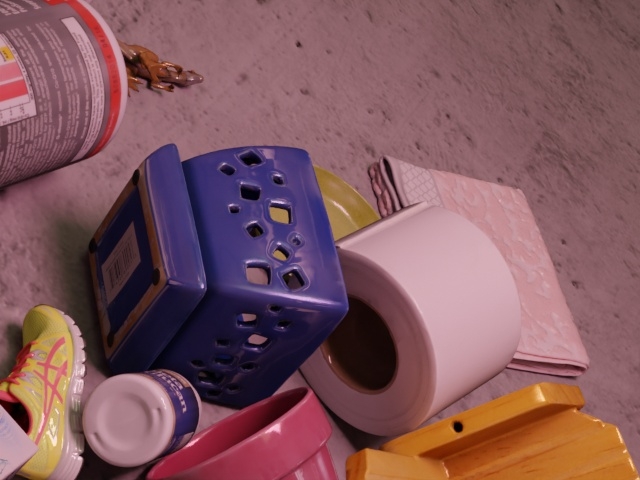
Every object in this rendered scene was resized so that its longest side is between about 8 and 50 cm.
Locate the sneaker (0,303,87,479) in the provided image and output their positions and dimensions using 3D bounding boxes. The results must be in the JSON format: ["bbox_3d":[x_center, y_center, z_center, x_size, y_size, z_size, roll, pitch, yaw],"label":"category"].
[{"bbox_3d":[-0.296,0.151,1.511,0.094,0.081,0.208,15,47,-32],"label":"sneaker"}]

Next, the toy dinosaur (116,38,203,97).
[{"bbox_3d":[-0.253,-0.243,1.955,0.211,0.064,0.112,32,16,-28],"label":"toy dinosaur"}]

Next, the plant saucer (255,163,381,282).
[{"bbox_3d":[0.000,0.000,1.978,0.241,0.037,0.241,25,42,-26],"label":"plant saucer"}]

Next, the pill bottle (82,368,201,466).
[{"bbox_3d":[-0.179,0.182,1.542,0.094,0.094,0.169,52,7,8],"label":"pill bottle"}]

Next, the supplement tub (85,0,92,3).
[{"bbox_3d":[-0.378,-0.368,1.861,0.199,0.144,0.144,45,37,-3],"label":"supplement tub"}]

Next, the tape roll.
[{"bbox_3d":[0.098,0.095,1.792,0.169,0.246,0.246,-27,76,-41],"label":"tape roll"}]

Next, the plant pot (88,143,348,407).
[{"bbox_3d":[-0.130,0.035,1.666,0.212,0.236,0.236,7,51,-31],"label":"plant pot"}]

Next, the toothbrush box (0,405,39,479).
[{"bbox_3d":[-0.431,0.203,1.294,0.216,0.126,0.295,48,35,3],"label":"toothbrush box"}]

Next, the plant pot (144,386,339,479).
[{"bbox_3d":[-0.056,0.279,1.550,0.201,0.201,0.180,-35,99,-53],"label":"plant pot"}]

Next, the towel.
[{"bbox_3d":[0.236,0.035,2.165,0.317,0.053,0.332,12,49,-37],"label":"towel"}]

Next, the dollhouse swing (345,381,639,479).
[{"bbox_3d":[0.230,0.337,1.628,0.305,0.315,0.347,63,5,-70],"label":"dollhouse swing"}]

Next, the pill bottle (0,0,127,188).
[{"bbox_3d":[-0.396,-0.146,1.582,0.210,0.210,0.363,52,37,8],"label":"pill bottle"}]
